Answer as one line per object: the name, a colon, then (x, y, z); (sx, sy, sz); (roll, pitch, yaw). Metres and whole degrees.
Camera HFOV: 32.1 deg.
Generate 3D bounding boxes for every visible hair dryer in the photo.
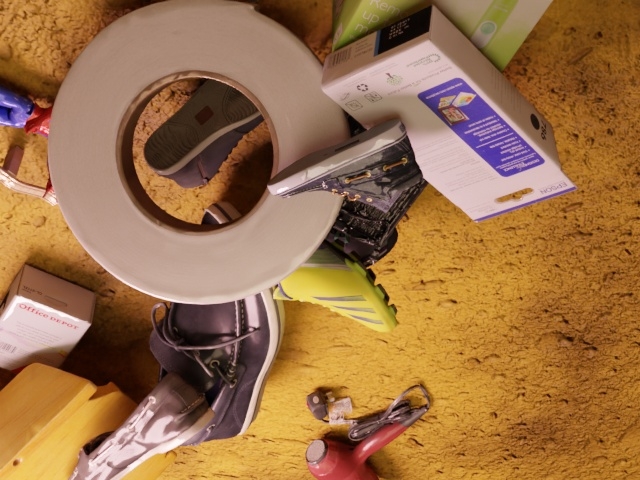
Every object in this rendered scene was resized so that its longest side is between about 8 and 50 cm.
hair dryer: (0.084, 0.380, 2.003); (0.223, 0.080, 0.293); (-1, 133, -1)

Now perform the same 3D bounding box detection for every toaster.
toaster: (0.050, -0.094, 1.531); (0.168, 0.110, 0.186); (29, 108, -24)

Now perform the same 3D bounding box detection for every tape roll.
tape roll: (-0.152, -0.114, 1.422); (0.392, 0.072, 0.392); (1, 99, 4)

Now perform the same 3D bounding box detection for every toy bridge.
toy bridge: (-0.435, -0.104, 1.564); (0.026, 0.063, 0.188); (-33, 125, 25)

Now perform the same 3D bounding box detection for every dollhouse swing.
dollhouse swing: (-0.493, 0.318, 1.898); (0.315, 0.305, 0.347); (-45, 146, -9)

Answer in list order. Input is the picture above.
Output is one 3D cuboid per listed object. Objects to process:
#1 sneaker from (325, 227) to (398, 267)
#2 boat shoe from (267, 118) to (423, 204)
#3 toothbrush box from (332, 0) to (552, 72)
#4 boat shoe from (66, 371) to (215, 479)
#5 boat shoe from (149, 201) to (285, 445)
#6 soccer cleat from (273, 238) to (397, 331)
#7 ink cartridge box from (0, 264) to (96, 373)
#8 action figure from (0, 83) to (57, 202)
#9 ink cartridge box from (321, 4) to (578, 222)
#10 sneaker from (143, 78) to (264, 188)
sneaker: (0.000, 0.000, 1.657); (0.223, 0.083, 0.098); (-17, 126, 15)
boat shoe: (0.031, -0.073, 1.349); (0.183, 0.065, 0.083); (-22, 108, 12)
toothbrush box: (0.162, -0.323, 1.327); (0.206, 0.122, 0.283); (18, 132, -17)
boat shoe: (-0.299, 0.303, 1.712); (0.335, 0.112, 0.095); (-34, 93, 31)
boat shoe: (-0.170, 0.152, 1.707); (0.156, 0.187, 0.500); (-22, 144, -30)
soccer cleat: (-0.005, 0.053, 1.566); (0.121, 0.093, 0.289); (-46, 121, 5)
ink cartridge box: (-0.453, 0.135, 1.774); (0.127, 0.072, 0.175); (25, 128, -22)
action figure: (-0.415, -0.152, 1.478); (0.280, 0.139, 0.091); (17, 131, -19)
ink cartridge box: (0.168, -0.146, 1.383); (0.165, 0.065, 0.332); (-19, 138, 35)
sneaker: (-0.133, -0.159, 1.524); (0.222, 0.083, 0.118); (-34, 163, 4)
